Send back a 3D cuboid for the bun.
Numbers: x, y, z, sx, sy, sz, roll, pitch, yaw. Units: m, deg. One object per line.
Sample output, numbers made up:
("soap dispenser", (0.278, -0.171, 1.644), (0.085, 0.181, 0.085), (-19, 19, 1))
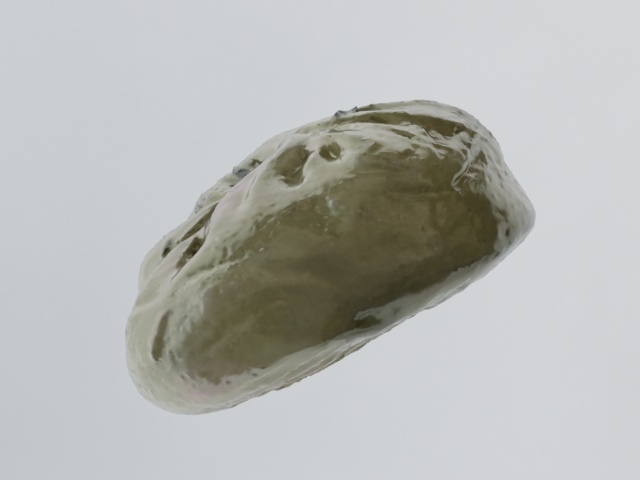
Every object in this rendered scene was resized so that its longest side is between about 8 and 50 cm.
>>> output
("bun", (0.000, 0.000, 0.885), (0.237, 0.210, 0.116), (-30, -89, -54))
